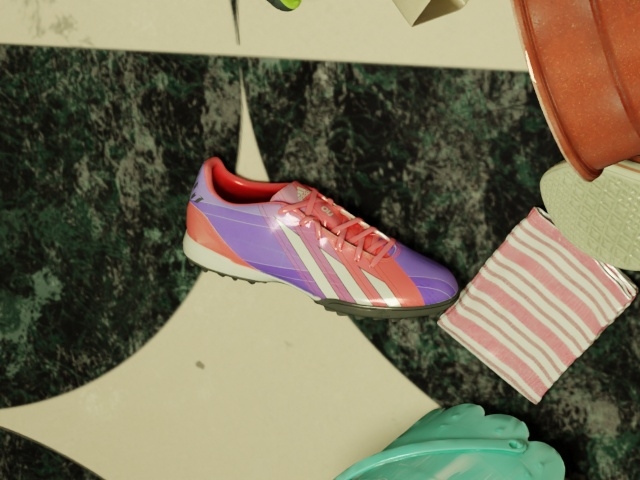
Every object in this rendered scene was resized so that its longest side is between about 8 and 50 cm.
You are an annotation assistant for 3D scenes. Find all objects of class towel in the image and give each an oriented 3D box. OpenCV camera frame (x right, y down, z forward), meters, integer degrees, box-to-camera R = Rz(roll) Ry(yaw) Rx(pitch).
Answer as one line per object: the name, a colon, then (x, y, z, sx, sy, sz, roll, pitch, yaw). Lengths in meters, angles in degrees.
towel: (0.228, 0.072, 1.987, 0.144, 0.029, 0.197, 39, 123, 3)

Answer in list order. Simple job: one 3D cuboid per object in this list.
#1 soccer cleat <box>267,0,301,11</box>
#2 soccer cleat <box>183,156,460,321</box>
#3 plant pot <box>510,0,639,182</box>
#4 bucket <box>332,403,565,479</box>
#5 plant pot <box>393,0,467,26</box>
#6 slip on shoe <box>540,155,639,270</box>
soccer cleat: (-0.086, -0.303, 1.931, 0.179, 0.060, 0.072, 52, 133, 1)
soccer cleat: (0.000, 0.000, 2.011, 0.318, 0.108, 0.116, 15, 115, 19)
plant pot: (0.334, -0.216, 1.679, 0.265, 0.272, 0.272, -15, 108, 20)
bucket: (0.133, 0.333, 2.025, 0.281, 0.183, 0.281, 17, 118, 35)
plant pot: (0.109, -0.288, 1.824, 0.096, 0.109, 0.109, 46, 124, 12)
slip on shoe: (0.350, -0.043, 1.813, 0.331, 0.101, 0.123, -3, 114, 49)
